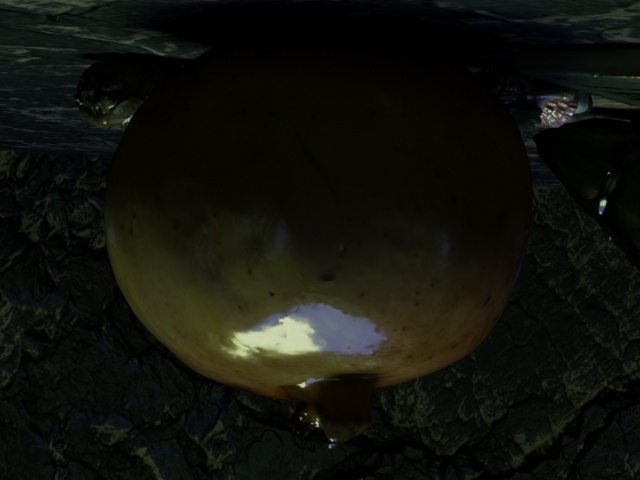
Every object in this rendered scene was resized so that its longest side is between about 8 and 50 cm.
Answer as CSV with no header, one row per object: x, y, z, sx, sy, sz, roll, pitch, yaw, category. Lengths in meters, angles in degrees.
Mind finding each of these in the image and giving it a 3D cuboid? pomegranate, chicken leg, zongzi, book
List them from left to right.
-0.132,-0.135,1.344,0.198,0.069,0.085,-3,-179,2,chicken leg
0.000,0.000,1.129,0.338,0.338,0.338,4,180,0,pomegranate
0.303,-0.126,1.168,0.215,0.025,0.283,5,-178,33,book
0.475,-0.048,1.454,0.319,0.362,0.383,2,-141,-43,zongzi

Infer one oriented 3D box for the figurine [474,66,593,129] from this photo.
0.180,-0.119,1.242,0.129,0.054,0.072,2,177,-34,figurine
